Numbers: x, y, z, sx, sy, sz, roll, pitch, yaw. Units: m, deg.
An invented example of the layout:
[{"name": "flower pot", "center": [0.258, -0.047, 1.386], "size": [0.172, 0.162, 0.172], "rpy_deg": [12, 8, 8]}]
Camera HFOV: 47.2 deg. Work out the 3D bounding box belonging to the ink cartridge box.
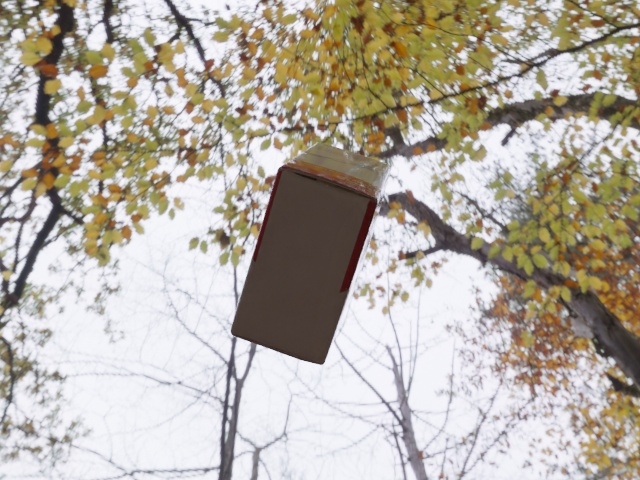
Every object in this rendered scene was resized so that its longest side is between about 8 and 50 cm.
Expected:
[{"name": "ink cartridge box", "center": [0.000, 0.000, 0.995], "size": [0.131, 0.306, 0.226], "rpy_deg": [18, -74, 6]}]
